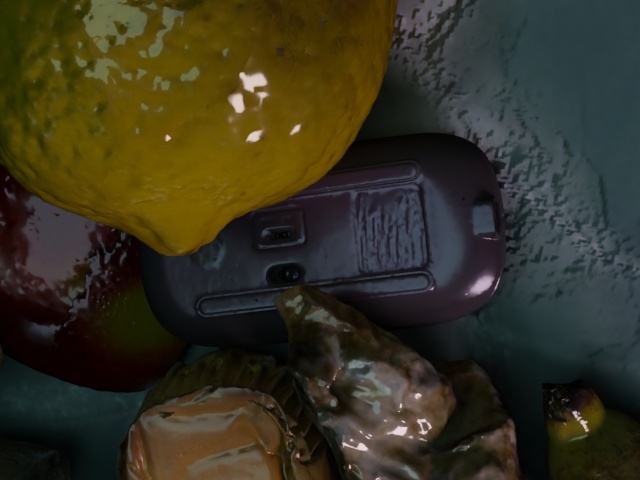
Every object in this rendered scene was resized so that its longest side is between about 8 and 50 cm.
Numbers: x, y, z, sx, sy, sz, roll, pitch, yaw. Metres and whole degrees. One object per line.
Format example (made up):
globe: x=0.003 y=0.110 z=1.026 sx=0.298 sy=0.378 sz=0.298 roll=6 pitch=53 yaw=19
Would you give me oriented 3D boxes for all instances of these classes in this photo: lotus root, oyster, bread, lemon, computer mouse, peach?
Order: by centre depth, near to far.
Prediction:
lemon: x=-0.083 y=-0.146 z=0.924 sx=0.253 sy=0.253 sz=0.310 roll=2 pitch=83 yaw=22
lotus root: x=0.188 y=0.160 z=0.953 sx=0.108 sy=0.094 sz=0.190 roll=-35 pitch=75 yaw=0
oyster: x=0.080 y=0.171 z=0.968 sx=0.110 sy=0.166 sz=0.341 roll=-25 pitch=88 yaw=-9
computer mouse: x=0.000 y=0.000 z=1.013 sx=0.232 sy=0.057 sz=0.120 roll=-8 pitch=86 yaw=17
bread: x=-0.047 y=0.165 z=1.037 sx=0.132 sy=0.114 sz=0.190 roll=-12 pitch=103 yaw=14
peach: x=-0.193 y=-0.017 z=1.088 sx=0.279 sy=0.068 sz=0.189 roll=41 pitch=110 yaw=11

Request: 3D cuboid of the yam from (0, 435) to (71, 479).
yam: x=-0.298 y=0.172 z=1.151 sx=0.259 sy=0.093 sz=0.093 roll=3 pitch=100 yaw=22

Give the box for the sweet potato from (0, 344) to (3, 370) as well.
sweet potato: x=-0.387 y=0.074 z=1.138 sx=0.385 sy=0.109 sz=0.109 roll=-3 pitch=98 yaw=34
